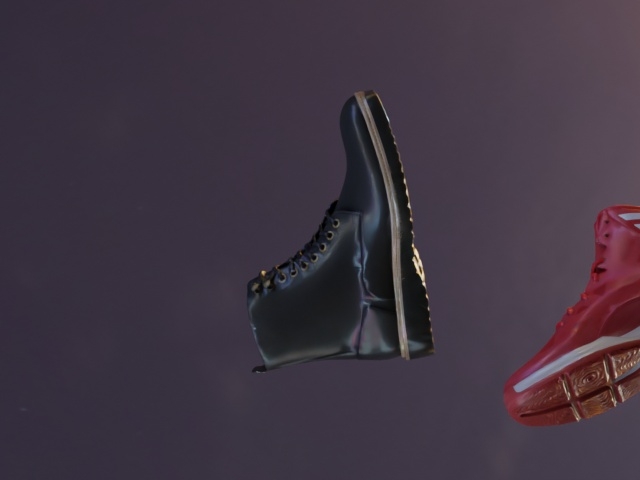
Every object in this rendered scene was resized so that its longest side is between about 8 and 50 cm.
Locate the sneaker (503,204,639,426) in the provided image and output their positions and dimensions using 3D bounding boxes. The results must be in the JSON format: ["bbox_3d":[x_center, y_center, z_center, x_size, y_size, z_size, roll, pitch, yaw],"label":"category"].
[{"bbox_3d":[0.230,0.055,1.228,0.221,0.128,0.087,-27,-39,-4],"label":"sneaker"}]

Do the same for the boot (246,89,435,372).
[{"bbox_3d":[0.000,0.000,1.073,0.137,0.077,0.198,-10,-82,4],"label":"boot"}]
